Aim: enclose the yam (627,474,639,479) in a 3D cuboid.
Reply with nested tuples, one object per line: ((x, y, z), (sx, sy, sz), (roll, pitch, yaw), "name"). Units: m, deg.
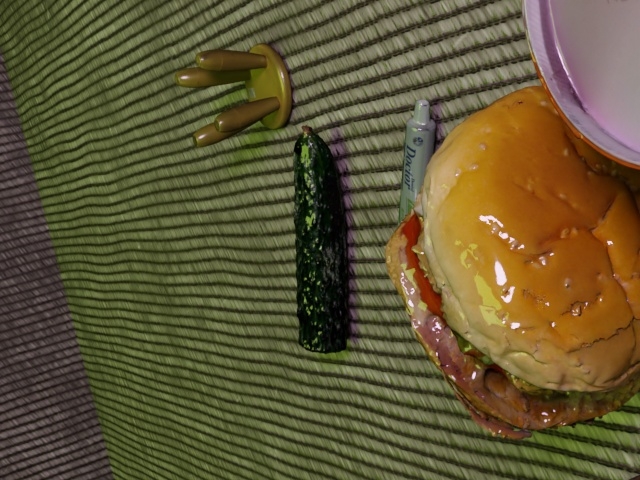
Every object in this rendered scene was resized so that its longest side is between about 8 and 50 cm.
((0.293, 0.213, 0.891), (0.045, 0.045, 0.327), (39, 149, -2), "yam")

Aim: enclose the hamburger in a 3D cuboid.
((0.174, 0.017, 0.811), (0.244, 0.244, 0.163), (63, 147, 19), "hamburger")

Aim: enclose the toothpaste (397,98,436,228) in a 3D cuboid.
((0.100, -0.058, 1.114), (0.048, 0.029, 0.197), (44, 143, 44), "toothpaste")

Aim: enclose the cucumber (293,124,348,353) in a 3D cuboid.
((0.000, 0.000, 1.291), (0.067, 0.067, 0.294), (31, 129, 52), "cucumber")

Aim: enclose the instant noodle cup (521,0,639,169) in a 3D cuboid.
((0.250, -0.150, 0.613), (0.250, 0.192, 0.251), (38, 137, 48), "instant noodle cup")

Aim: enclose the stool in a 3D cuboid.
((-0.108, -0.185, 1.337), (0.134, 0.110, 0.135), (47, 144, 39), "stool")
